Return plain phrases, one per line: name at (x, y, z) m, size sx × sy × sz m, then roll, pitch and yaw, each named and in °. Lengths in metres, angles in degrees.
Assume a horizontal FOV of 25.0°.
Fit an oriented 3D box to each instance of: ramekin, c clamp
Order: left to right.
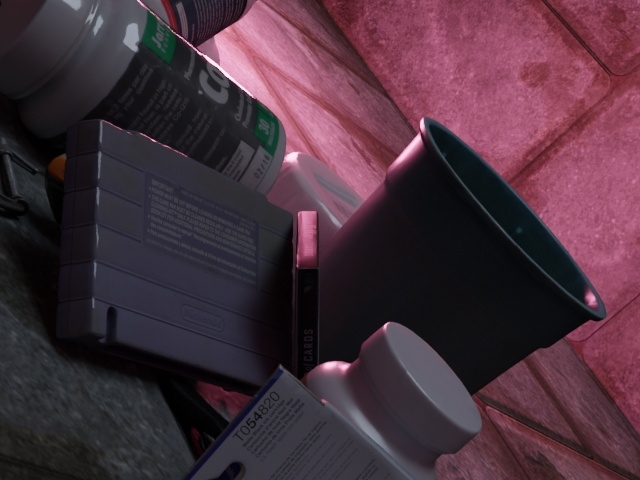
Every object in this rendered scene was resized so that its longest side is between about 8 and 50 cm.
c clamp at (-0.342, -0.076, 1.527) m, size 0.137 × 0.022 × 0.160 m, roll 38°, pitch 16°, yaw -32°
ramekin at (0.000, 0.000, 2.106) m, size 0.277 × 0.135 × 0.277 m, roll 44°, pitch 14°, yaw -13°

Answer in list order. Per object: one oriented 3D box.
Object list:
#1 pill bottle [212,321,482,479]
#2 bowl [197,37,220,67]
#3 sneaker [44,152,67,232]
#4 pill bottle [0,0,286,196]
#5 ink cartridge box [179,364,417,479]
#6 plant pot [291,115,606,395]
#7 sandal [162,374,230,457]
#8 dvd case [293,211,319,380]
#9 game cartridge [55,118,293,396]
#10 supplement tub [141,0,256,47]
pill bottle at (0.006, 0.203, 1.283) m, size 0.153 × 0.265 × 0.153 m, roll 44°, pitch 14°, yaw -13°
bowl at (-0.256, -0.340, 2.290) m, size 0.298 × 0.134 × 0.298 m, roll 43°, pitch 14°, yaw -14°
sneaker at (-0.229, -0.031, 1.626) m, size 0.121 × 0.099 × 0.262 m, roll 49°, pitch 4°, yaw 41°
pill bottle at (-0.230, -0.168, 1.734) m, size 0.361 × 0.204 × 0.204 m, roll 38°, pitch 16°, yaw -32°
ink cartridge box at (-0.031, 0.244, 1.158) m, size 0.224 × 0.223 × 0.045 m, roll 44°, pitch -6°, yaw -20°
plant pot at (0.128, 0.075, 1.864) m, size 0.341 × 0.334 × 0.341 m, roll 45°, pitch 14°, yaw -14°
sandal at (-0.105, 0.202, 1.450) m, size 0.179 × 0.040 × 0.067 m, roll 39°, pitch 1°, yaw 37°
dvd case at (-0.016, 0.108, 1.647) m, size 0.179 × 0.030 × 0.238 m, roll -92°, pitch -178°, yaw -69°
game cartridge at (-0.144, 0.027, 1.525) m, size 0.355 × 0.068 × 0.230 m, roll 26°, pitch 55°, yaw -54°
supplement tub at (-0.213, -0.371, 2.091) m, size 0.191 × 0.191 × 0.272 m, roll 48°, pitch 54°, yaw 4°
